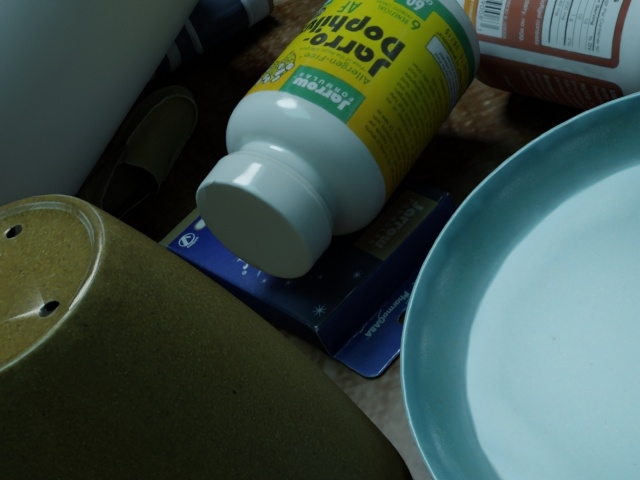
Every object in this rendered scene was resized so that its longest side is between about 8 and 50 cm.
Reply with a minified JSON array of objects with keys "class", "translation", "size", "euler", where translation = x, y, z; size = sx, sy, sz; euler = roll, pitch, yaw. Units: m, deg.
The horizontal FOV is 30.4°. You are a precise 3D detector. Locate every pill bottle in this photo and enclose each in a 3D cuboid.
[{"class":"pill bottle","translation":[0.011,-0.078,0.785],"size":[0.118,0.117,0.208],"euler":[11,52,38]},{"class":"pill bottle","translation":[0.205,-0.143,0.791],"size":[0.216,0.121,0.121],"euler":[23,62,43]}]

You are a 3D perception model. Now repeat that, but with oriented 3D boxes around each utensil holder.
[{"class":"utensil holder","translation":[-0.290,-0.164,0.885],"size":[0.328,0.327,0.385],"euler":[18,72,42]}]

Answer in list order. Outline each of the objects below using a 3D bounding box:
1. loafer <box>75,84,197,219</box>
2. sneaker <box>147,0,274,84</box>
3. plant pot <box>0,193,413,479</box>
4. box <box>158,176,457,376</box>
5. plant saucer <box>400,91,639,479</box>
[{"class":"loafer","translation":[-0.147,-0.065,0.975],"size":[0.050,0.056,0.148],"euler":[24,72,44]},{"class":"sneaker","translation":[-0.180,-0.246,1.151],"size":[0.153,0.099,0.282],"euler":[-38,43,-13]},{"class":"plant pot","translation":[-0.099,0.107,0.604],"size":[0.237,0.254,0.237],"euler":[-16,42,15]},{"class":"box","translation":[0.000,0.000,0.830],"size":[0.136,0.036,0.225],"euler":[-45,43,-19]},{"class":"plant saucer","translation":[0.197,0.046,0.630],"size":[0.318,0.043,0.317],"euler":[-16,48,19]}]
